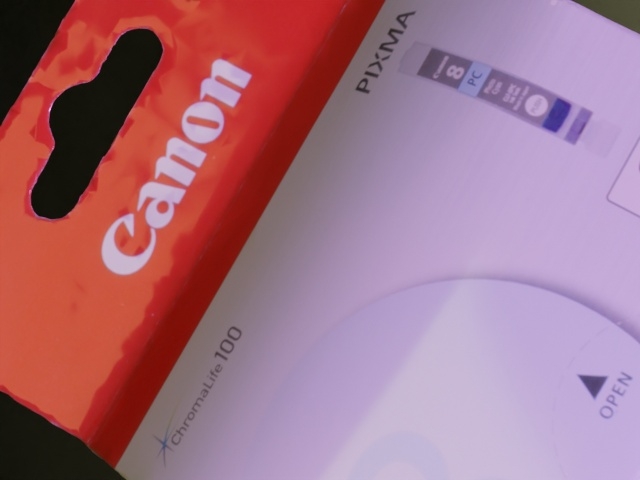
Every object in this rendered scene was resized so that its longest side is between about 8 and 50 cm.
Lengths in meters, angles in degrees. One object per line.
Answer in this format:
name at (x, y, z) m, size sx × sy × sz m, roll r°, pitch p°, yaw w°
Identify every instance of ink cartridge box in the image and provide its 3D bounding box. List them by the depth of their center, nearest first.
ink cartridge box at (0.000, 0.000, 0.660) m, size 0.385 × 0.091 × 0.308 m, roll 29°, pitch 86°, yaw 10°

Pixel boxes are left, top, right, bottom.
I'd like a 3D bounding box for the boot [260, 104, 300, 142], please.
boot at (-0.001, 0.040, 0.730) m, size 0.190 × 0.076 × 0.208 m, roll -28°, pitch 85°, yaw 4°
